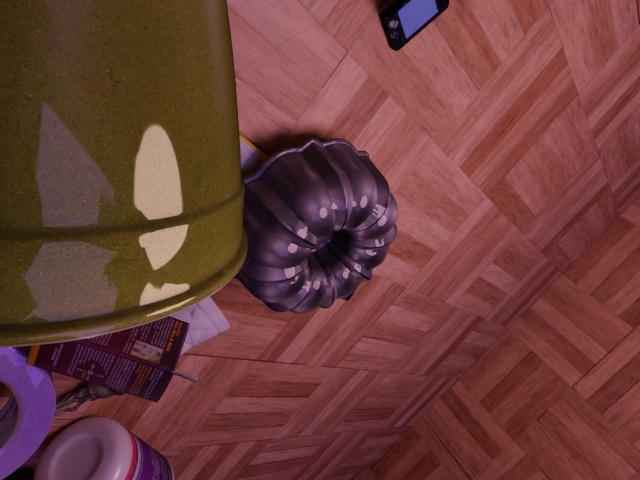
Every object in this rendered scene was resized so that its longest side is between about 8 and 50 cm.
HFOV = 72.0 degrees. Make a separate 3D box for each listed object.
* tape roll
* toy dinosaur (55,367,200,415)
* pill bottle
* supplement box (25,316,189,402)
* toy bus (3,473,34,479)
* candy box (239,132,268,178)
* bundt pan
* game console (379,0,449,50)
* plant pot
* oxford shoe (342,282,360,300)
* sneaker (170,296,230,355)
[{"bbox_3d":[-0.529,0.232,0.608,0.275,0.090,0.274,-17,120,-32],"label":"tape roll"},{"bbox_3d":[-0.370,0.253,0.804,0.268,0.064,0.118,-12,140,-1],"label":"toy dinosaur"},{"bbox_3d":[-0.430,0.515,0.935,0.181,0.181,0.323,-29,139,-14],"label":"pill bottle"},{"bbox_3d":[-0.307,0.151,0.655,0.188,0.104,0.081,25,118,-17],"label":"supplement box"},{"bbox_3d":[-0.655,0.582,0.868,0.220,0.149,0.211,0,142,-36],"label":"toy bus"},{"bbox_3d":[-0.145,-0.116,0.691,0.105,0.027,0.206,-48,141,5],"label":"candy box"},{"bbox_3d":[0.000,0.000,0.759,0.331,0.124,0.330,-22,139,-21],"label":"bundt pan"},{"bbox_3d":[0.160,-0.359,0.673,0.122,0.071,0.107,-40,141,0],"label":"game console"},{"bbox_3d":[-0.223,-0.168,0.363,0.367,0.366,0.353,-5,118,-35],"label":"plant pot"},{"bbox_3d":[0.084,0.046,0.993,0.076,0.076,0.212,-6,128,-33],"label":"oxford shoe"},{"bbox_3d":[-0.274,0.118,0.746,0.169,0.108,0.292,-33,142,-15],"label":"sneaker"}]
